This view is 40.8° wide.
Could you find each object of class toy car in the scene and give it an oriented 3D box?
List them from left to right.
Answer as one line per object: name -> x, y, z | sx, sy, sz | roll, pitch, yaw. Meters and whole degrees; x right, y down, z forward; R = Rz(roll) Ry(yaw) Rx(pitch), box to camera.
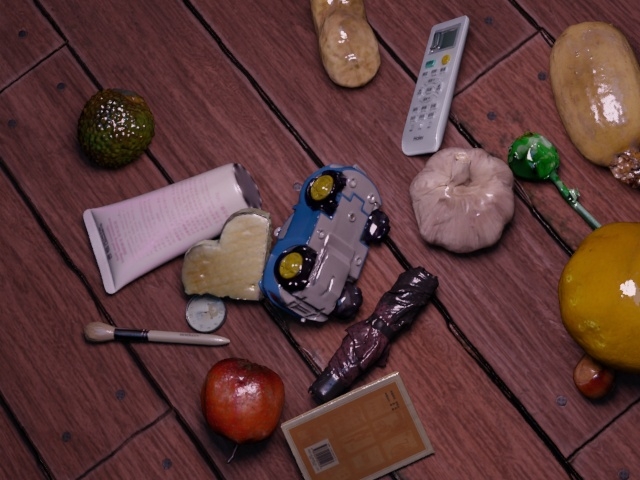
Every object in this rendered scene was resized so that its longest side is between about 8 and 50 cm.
toy car -> 0.000, 0.000, 1.653 | 0.166, 0.198, 0.314 | 9, 73, 42

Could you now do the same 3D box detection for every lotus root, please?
lotus root -> 0.539, -0.259, 1.644 | 0.169, 0.151, 0.343 | -28, 67, 44

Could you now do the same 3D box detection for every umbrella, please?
umbrella -> 0.099, 0.179, 1.632 | 0.090, 0.094, 0.326 | 39, 83, 29

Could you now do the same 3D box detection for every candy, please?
candy -> 0.489, -0.078, 1.665 | 0.097, 0.097, 0.323 | -41, 84, -4

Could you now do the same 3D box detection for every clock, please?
clock -> -0.228, 0.143, 1.718 | 0.085, 0.017, 0.085 | -2, 76, 7

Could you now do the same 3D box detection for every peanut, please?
peanut -> 0.047, -0.438, 1.770 | 0.122, 0.137, 0.253 | -13, 72, 2

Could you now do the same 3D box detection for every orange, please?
orange -> 0.560, 0.098, 1.510 | 0.278, 0.235, 0.279 | 2, 64, -4

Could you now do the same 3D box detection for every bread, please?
bread -> -0.159, 0.042, 1.686 | 0.232, 0.064, 0.172 | -40, 98, 15

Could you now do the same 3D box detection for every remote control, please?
remote control -> 0.238, -0.310, 1.746 | 0.051, 0.103, 0.293 | 22, 76, -34

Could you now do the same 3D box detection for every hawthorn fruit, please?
hawthorn fruit -> -0.149, 0.316, 1.597 | 0.156, 0.157, 0.194 | 7, 81, 9

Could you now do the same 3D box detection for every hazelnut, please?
hazelnut -> 0.504, 0.249, 1.573 | 0.086, 0.086, 0.086 | -2, 76, 7

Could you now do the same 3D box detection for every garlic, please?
garlic -> 0.265, -0.093, 1.618 | 0.218, 0.212, 0.219 | -3, 70, 9

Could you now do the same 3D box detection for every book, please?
book -> 0.069, 0.366, 1.599 | 0.241, 0.018, 0.170 | -24, 95, 0

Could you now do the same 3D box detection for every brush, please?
brush -> -0.327, 0.193, 1.713 | 0.299, 0.039, 0.042 | 5, 80, 5

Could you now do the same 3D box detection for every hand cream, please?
hand cream -> -0.298, -0.039, 1.736 | 0.358, 0.118, 0.186 | -22, 80, 9

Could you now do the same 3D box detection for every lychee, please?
lychee -> -0.423, -0.226, 1.771 | 0.171, 0.171, 0.171 | -2, 76, 7
